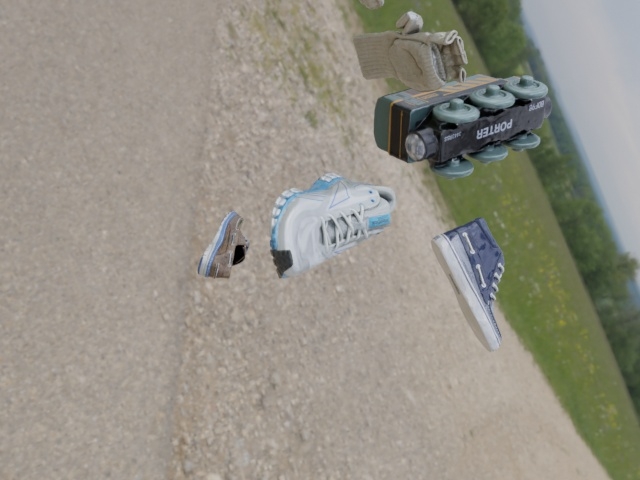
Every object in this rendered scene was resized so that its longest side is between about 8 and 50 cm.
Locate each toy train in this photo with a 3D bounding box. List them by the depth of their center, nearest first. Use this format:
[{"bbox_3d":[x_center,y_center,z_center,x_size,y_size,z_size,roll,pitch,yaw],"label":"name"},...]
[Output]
[{"bbox_3d":[0.253,-0.219,1.292,0.190,0.334,0.142,33,-45,43],"label":"toy train"}]

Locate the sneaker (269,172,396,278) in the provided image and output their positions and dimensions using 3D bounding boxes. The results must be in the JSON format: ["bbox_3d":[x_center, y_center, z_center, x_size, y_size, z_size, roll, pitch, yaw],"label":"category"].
[{"bbox_3d":[0.018,-0.020,0.665,0.190,0.083,0.071,-44,133,-58],"label":"sneaker"}]

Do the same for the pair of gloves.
[{"bbox_3d":[0.106,-0.320,1.026,0.042,0.204,0.240,-39,130,-30],"label":"pair of gloves"}]

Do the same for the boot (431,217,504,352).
[{"bbox_3d":[0.241,0.064,1.073,0.190,0.086,0.069,64,-5,-4],"label":"boot"}]

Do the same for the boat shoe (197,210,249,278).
[{"bbox_3d":[-0.169,0.015,1.354,0.066,0.066,0.183,21,39,-1],"label":"boat shoe"}]
